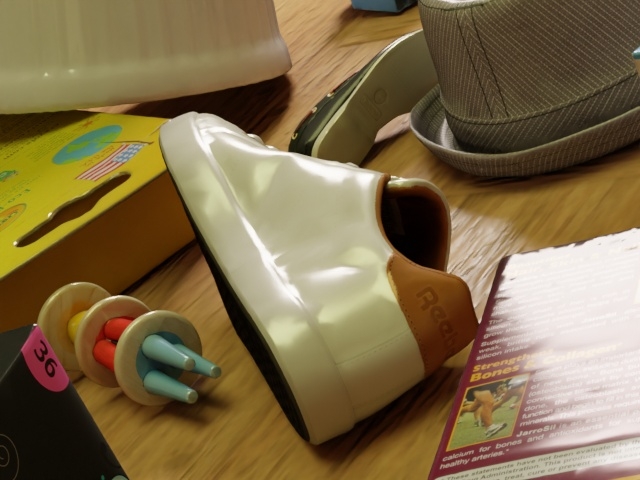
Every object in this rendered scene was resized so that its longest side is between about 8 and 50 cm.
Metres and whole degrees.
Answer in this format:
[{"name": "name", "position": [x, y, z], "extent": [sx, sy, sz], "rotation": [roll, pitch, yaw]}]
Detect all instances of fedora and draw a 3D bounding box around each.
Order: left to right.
[{"name": "fedora", "position": [0.156, -0.155, 1.061], "extent": [0.275, 0.124, 0.244], "rotation": [-40, 26, -30]}]

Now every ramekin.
[{"name": "ramekin", "position": [-0.165, -0.178, 1.312], "extent": [0.277, 0.135, 0.277], "rotation": [-5, 11, 1]}]

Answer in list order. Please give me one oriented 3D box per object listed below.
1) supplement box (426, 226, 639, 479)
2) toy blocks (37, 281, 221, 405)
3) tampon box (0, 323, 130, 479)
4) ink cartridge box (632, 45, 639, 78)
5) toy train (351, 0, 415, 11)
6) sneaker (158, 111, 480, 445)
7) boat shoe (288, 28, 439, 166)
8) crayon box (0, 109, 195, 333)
[{"name": "supplement box", "position": [0.112, 0.075, 0.672], "extent": [0.104, 0.080, 0.188], "rotation": [-15, 25, 25]}, {"name": "toy blocks", "position": [-0.128, 0.078, 0.950], "extent": [0.123, 0.054, 0.148], "rotation": [-36, 25, -23]}, {"name": "tampon box", "position": [-0.164, 0.137, 0.775], "extent": [0.101, 0.120, 0.161], "rotation": [-16, 25, 24]}, {"name": "ink cartridge box", "position": [0.243, -0.093, 0.884], "extent": [0.092, 0.090, 0.143], "rotation": [3, 37, 50]}, {"name": "toy train", "position": [0.075, -0.249, 1.417], "extent": [0.105, 0.080, 0.184], "rotation": [16, 43, 45]}, {"name": "sneaker", "position": [0.000, 0.000, 0.938], "extent": [0.123, 0.106, 0.290], "rotation": [-26, 34, -7]}, {"name": "boat shoe", "position": [0.031, -0.092, 1.142], "extent": [0.133, 0.049, 0.042], "rotation": [-47, 33, -18]}, {"name": "crayon box", "position": [-0.206, -0.003, 1.170], "extent": [0.202, 0.081, 0.318], "rotation": [-36, 24, -24]}]
